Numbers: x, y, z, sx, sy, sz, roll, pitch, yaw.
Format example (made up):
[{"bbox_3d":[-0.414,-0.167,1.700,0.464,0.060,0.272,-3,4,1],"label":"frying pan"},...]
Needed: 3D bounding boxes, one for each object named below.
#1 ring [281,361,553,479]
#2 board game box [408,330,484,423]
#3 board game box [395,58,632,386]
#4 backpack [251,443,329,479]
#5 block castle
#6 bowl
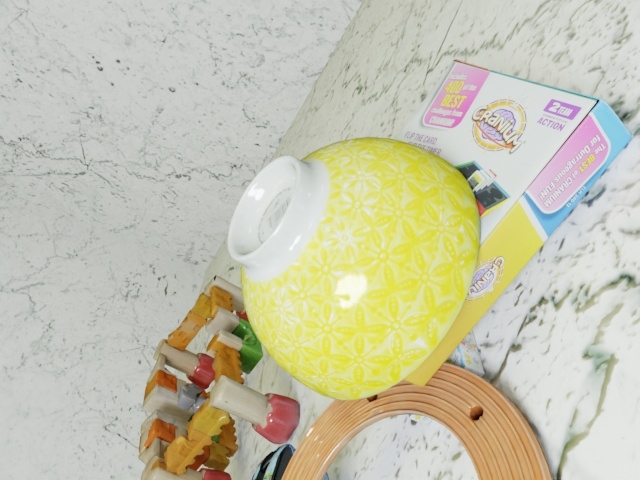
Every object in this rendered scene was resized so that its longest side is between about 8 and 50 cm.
[{"bbox_3d":[0.064,0.272,0.494,0.336,0.032,0.337,-37,30,26],"label":"ring"},{"bbox_3d":[0.134,0.121,0.625,0.103,0.026,0.154,-56,19,33],"label":"board game box"},{"bbox_3d":[0.135,-0.036,0.595,0.317,0.064,0.242,-53,32,11],"label":"board game box"},{"bbox_3d":[-0.039,0.363,0.678,0.158,0.116,0.173,-51,23,43],"label":"backpack"},{"bbox_3d":[-0.208,0.315,1.132,0.303,0.212,0.453,-50,26,11],"label":"block castle"},{"bbox_3d":[0.000,0.000,0.546,0.289,0.156,0.290,-34,39,34],"label":"bowl"}]
